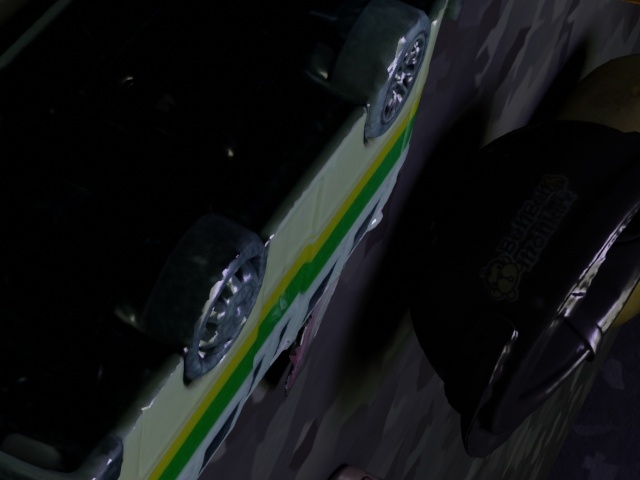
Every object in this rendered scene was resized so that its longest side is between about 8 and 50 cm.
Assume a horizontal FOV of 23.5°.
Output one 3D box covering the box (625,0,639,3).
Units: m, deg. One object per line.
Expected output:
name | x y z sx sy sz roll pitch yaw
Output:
box | 0.263 -0.277 0.973 0.084 0.193 0.301 88 19 -57

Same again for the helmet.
helmet | 0.154 0.018 1.202 0.279 0.160 0.230 -50 162 -2

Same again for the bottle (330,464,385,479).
bottle | 0.090 0.278 1.272 0.110 0.209 0.097 -64 163 -3

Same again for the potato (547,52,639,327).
potato | 0.271 -0.042 1.448 0.307 0.173 0.210 -57 159 -17

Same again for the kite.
kite | 0.003 0.001 0.879 0.360 0.022 0.204 29 82 -82

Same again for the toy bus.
toy bus | -0.065 0.001 0.564 0.276 0.134 0.164 -54 163 -38
